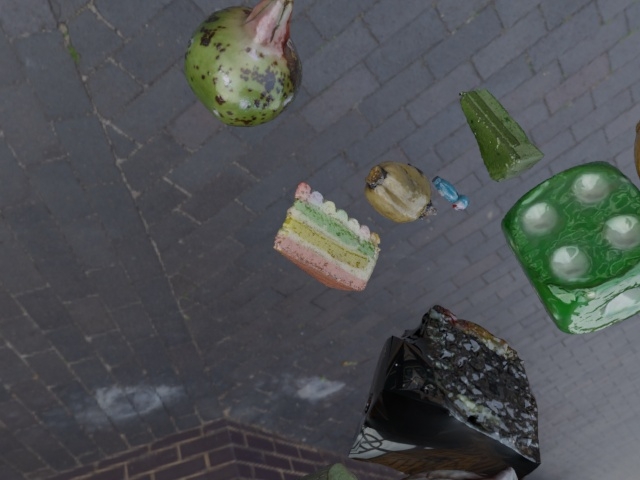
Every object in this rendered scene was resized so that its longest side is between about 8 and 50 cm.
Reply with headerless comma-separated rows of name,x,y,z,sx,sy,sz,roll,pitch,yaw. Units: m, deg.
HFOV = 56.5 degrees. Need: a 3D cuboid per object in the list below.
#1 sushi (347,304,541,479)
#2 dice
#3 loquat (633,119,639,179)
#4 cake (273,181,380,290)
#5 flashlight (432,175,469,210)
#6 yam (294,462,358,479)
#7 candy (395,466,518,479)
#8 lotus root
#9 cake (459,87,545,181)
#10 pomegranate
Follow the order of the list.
sushi,0.185,0.218,0.856,0.227,0.213,0.215,16,139,2
dice,0.600,0.019,1.343,0.297,0.300,0.287,-31,147,17
loquat,0.772,-0.198,1.147,0.328,0.328,0.360,-30,109,9
cake,0.018,0.005,0.936,0.225,0.090,0.110,41,67,-59
flashlight,0.370,-0.136,1.698,0.129,0.051,0.051,42,115,-13
yam,-0.022,0.551,1.184,0.268,0.161,0.161,-35,142,25
candy,0.107,0.343,0.652,0.289,0.157,0.214,-41,151,29
lotus root,0.205,-0.132,1.570,0.256,0.140,0.155,28,95,-47
cake,0.419,-0.263,1.386,0.100,0.236,0.099,-18,173,-27
pomegranate,-0.116,-0.321,1.010,0.214,0.214,0.248,5,144,-32
